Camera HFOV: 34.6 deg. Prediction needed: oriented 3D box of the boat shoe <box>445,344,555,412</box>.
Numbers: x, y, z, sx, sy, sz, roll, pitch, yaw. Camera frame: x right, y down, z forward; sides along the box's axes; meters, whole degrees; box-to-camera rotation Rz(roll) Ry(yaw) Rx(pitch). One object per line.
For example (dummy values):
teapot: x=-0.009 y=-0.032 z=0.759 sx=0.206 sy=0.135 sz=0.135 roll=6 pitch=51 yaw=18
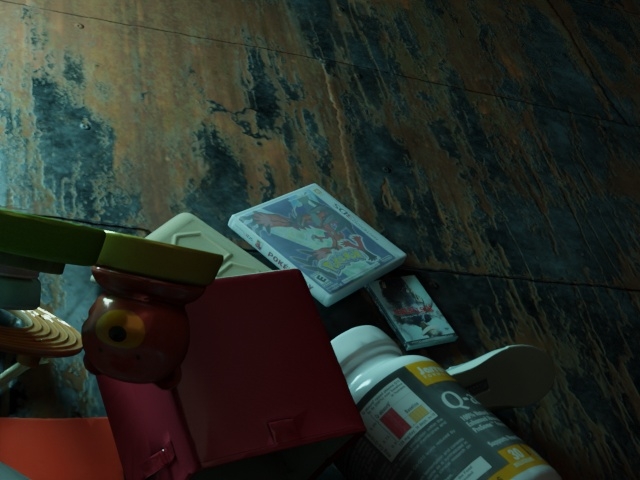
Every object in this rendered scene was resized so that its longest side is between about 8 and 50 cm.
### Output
boat shoe: x=0.191 y=0.183 z=1.296 sx=0.228 sy=0.081 sz=0.079 roll=-11 pitch=88 yaw=-30

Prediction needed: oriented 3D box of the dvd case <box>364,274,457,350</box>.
dvd case: x=0.124 y=0.097 z=1.413 sx=0.087 sy=0.013 sz=0.119 roll=-6 pitch=49 yaw=-33

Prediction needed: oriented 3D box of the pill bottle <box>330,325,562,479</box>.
pill bottle: x=0.108 y=0.223 z=1.101 sx=0.162 sy=0.162 sz=0.278 roll=-14 pitch=43 yaw=-39

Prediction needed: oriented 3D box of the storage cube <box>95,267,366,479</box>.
storage cube: x=-0.101 y=0.162 z=1.053 sx=0.215 sy=0.183 sz=0.193 roll=-6 pitch=60 yaw=-32

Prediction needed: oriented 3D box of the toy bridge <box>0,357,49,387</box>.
toy bridge: x=-0.378 y=0.136 z=1.090 sx=0.188 sy=0.026 sz=0.063 roll=-6 pitch=49 yaw=-34

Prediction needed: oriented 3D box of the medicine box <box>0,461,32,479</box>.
medicine box: x=-0.294 y=0.291 z=0.688 sx=0.263 sy=0.289 sz=0.149 roll=37 pitch=-5 yaw=-15

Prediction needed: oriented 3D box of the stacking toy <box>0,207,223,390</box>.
stacking toy: x=-0.271 y=0.038 z=0.872 sx=0.309 sy=0.130 sz=0.279 roll=11 pitch=-2 yaw=21

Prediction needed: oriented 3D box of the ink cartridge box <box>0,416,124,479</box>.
ink cartridge box: x=-0.355 y=0.252 z=0.921 sx=0.385 sy=0.091 sz=0.308 roll=5 pitch=42 yaw=-21

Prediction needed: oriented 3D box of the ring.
ring: x=-0.399 y=0.058 z=1.022 sx=0.337 sy=0.032 sz=0.336 roll=21 pitch=1 yaw=0

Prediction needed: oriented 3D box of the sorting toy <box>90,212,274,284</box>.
sorting toy: x=-0.153 y=0.061 z=1.294 sx=0.208 sy=0.038 sz=0.193 roll=31 pitch=39 yaw=14

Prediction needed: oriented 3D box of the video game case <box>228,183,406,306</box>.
video game case: x=0.000 y=0.000 z=1.429 sx=0.183 sy=0.023 sz=0.201 roll=39 pitch=34 yaw=19
